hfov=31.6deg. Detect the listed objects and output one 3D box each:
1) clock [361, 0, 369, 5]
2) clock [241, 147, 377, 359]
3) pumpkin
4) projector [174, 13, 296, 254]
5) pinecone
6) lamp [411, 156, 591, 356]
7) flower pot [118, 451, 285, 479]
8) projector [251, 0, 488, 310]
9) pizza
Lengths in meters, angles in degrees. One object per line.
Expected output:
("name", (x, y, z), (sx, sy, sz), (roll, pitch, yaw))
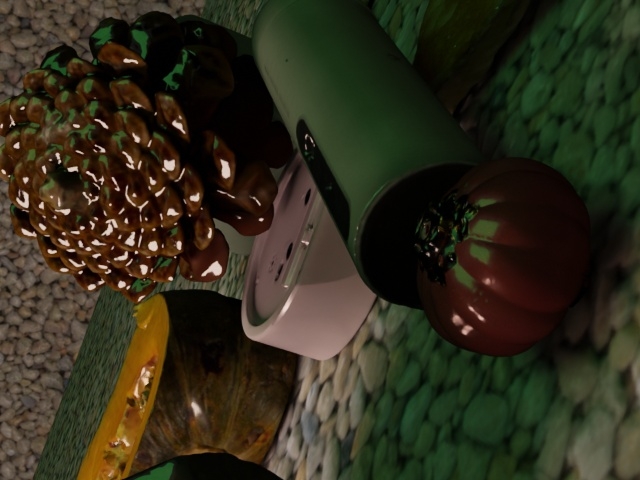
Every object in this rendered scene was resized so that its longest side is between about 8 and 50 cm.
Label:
("clock", (0.007, -0.301, 1.294), (0.232, 0.069, 0.170), (-126, 57, -71))
("clock", (0.000, 0.000, 0.965), (0.197, 0.068, 0.196), (-161, 90, -74))
("pumpkin", (-0.141, 0.200, 1.079), (0.222, 0.139, 0.317), (-156, 83, -71))
("projector", (-0.116, -0.111, 1.240), (0.250, 0.198, 0.108), (127, 156, -47))
("pinecone", (-0.146, -0.089, 1.001), (0.264, 0.264, 0.264), (-160, 90, -74))
("lamp", (0.095, 0.008, 0.597), (0.107, 0.092, 0.107), (-161, 90, -75))
("flower pot", (-0.089, 0.273, 0.578), (0.251, 0.379, 0.379), (-40, 27, 20))
("projector", (0.032, -0.085, 0.807), (0.108, 0.108, 0.337), (-63, 26, 23))
("pizza", (0.131, -0.199, 0.829), (0.262, 0.034, 0.181), (129, 156, -55))
